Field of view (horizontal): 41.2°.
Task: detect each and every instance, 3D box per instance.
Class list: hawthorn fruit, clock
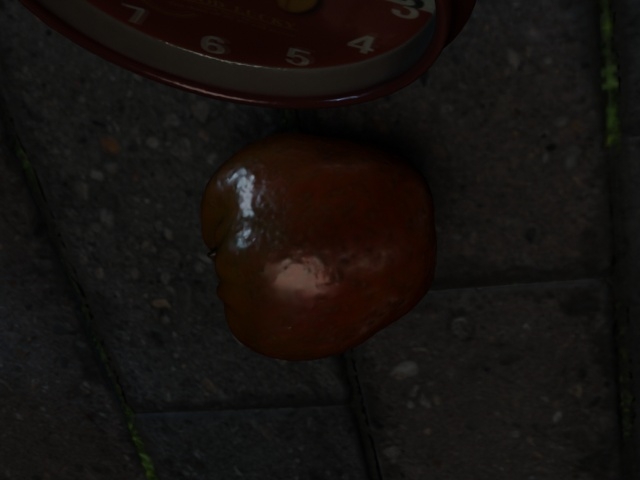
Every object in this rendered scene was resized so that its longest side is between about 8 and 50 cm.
[{"bbox_3d":[0.000,0.000,0.649,0.189,0.189,0.189,6,121,9],"label":"hawthorn fruit"},{"bbox_3d":[-0.059,-0.180,0.522,0.319,0.080,0.318,12,164,3],"label":"clock"}]
